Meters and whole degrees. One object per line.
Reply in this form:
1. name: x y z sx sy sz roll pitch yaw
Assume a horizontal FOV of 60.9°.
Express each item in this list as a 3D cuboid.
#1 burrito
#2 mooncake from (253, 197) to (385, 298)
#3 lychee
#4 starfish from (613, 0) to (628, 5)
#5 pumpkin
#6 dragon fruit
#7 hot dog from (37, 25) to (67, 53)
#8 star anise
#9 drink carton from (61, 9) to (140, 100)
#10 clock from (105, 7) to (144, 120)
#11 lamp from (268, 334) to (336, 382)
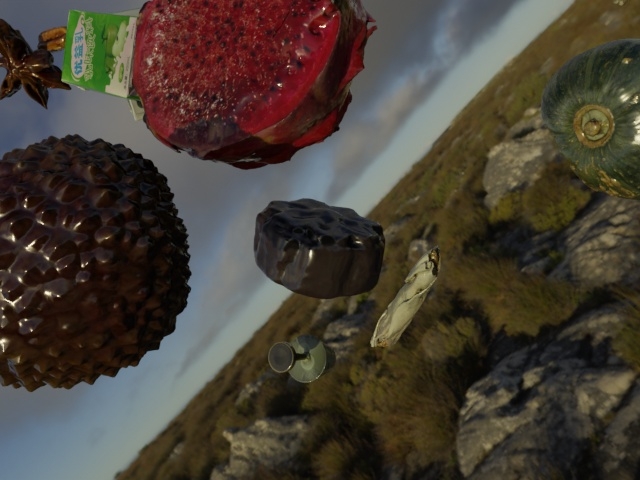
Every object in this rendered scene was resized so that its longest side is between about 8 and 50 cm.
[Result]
1. burrito: 0.222 0.173 1.446 0.117 0.076 0.392 -46 -16 -46
2. mooncake: 0.000 0.000 1.132 0.283 0.283 0.141 -43 -32 -64
3. lychee: -0.271 0.029 0.561 0.267 0.267 0.267 -47 -2 -2
4. starfish: 0.374 -0.357 0.537 0.236 0.062 0.277 122 147 -51
5. pumpkin: 0.620 -0.240 1.115 0.257 0.327 0.291 -23 4 -23
6. dragon fruit: -0.084 -0.278 0.830 0.249 0.371 0.386 25 -109 -61
7. hot dog: -0.629 -0.478 1.298 0.038 0.144 0.062 16 -99 -52
8. star anise: -0.697 -0.413 1.291 0.111 0.196 0.212 -57 -18 -51
9. drink carton: -0.417 -0.376 1.129 0.108 0.271 0.161 -3 -70 -52
10. clock: -0.390 -0.439 1.360 0.231 0.116 0.262 -15 -45 -14
11. lamp: -0.046 0.296 1.367 0.121 0.121 0.215 -47 -28 13
